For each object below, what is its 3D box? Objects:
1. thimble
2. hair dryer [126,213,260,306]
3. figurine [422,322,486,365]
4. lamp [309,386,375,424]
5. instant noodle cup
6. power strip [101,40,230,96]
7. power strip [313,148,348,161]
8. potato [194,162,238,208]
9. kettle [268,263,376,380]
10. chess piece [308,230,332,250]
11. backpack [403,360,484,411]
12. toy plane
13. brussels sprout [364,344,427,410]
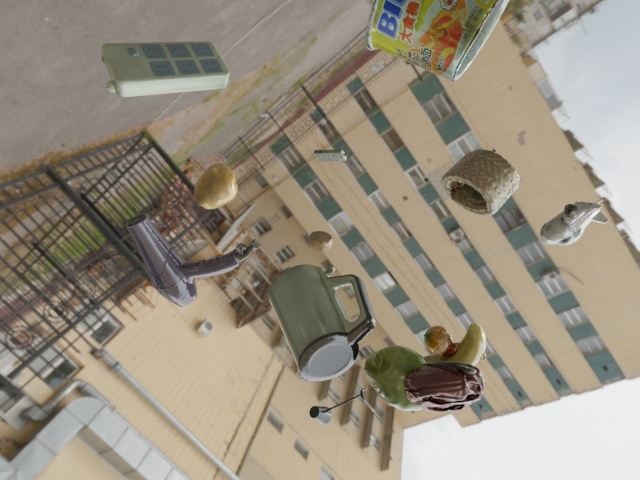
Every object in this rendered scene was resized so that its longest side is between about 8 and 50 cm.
[{"bbox_3d":[0.532,-0.194,1.373,0.148,0.196,0.229,-43,-171,-6],"label":"thimble"},{"bbox_3d":[-0.346,0.036,1.184,0.360,0.301,0.121,-13,-148,11],"label":"hair dryer"},{"bbox_3d":[0.483,0.416,1.552,0.124,0.222,0.325,-36,160,-56],"label":"figurine"},{"bbox_3d":[0.032,0.295,0.731,0.121,0.054,0.041,-26,-130,19],"label":"lamp"},{"bbox_3d":[0.187,-0.352,0.620,0.205,0.152,0.205,-53,169,-15],"label":"instant noodle cup"},{"bbox_3d":[-0.332,-0.376,0.892,0.270,0.118,0.046,-19,162,-31],"label":"power strip"},{"bbox_3d":[0.040,-0.305,1.474,0.136,0.051,0.019,7,-118,29],"label":"power strip"},{"bbox_3d":[-0.174,-0.087,0.684,0.083,0.068,0.062,-31,154,10],"label":"potato"},{"bbox_3d":[0.015,0.262,1.494,0.361,0.250,0.377,-38,-142,6],"label":"kettle"},{"bbox_3d":[0.000,0.000,1.386,0.083,0.038,0.084,6,-153,-3],"label":"chess piece"},{"bbox_3d":[0.352,0.429,1.206,0.229,0.229,0.139,-26,-121,44],"label":"backpack"},{"bbox_3d":[0.874,-0.061,1.429,0.252,0.118,0.252,-27,159,-12],"label":"toy plane"},{"bbox_3d":[0.275,0.468,1.414,0.244,0.244,0.244,-36,-167,10],"label":"brussels sprout"}]
